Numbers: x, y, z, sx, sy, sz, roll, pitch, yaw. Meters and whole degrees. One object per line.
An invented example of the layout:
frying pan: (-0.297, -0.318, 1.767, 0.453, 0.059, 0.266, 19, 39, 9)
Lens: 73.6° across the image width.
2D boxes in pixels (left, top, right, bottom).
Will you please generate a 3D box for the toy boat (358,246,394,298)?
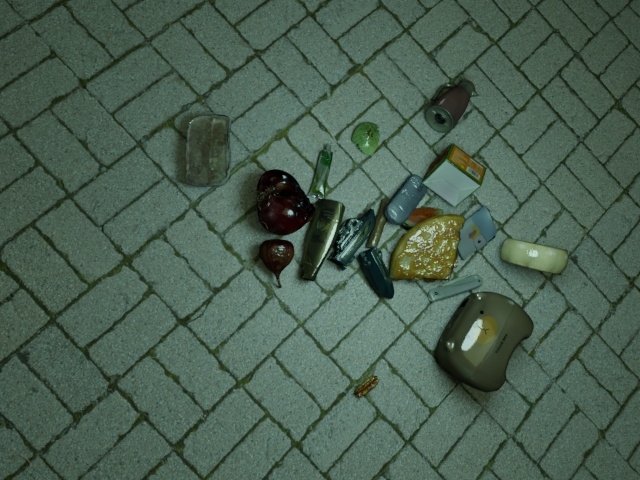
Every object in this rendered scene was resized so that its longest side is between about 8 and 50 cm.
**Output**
toy boat: (0.249, 0.142, 1.830, 0.103, 0.092, 0.246, -29, 94, -46)

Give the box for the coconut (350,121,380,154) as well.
coconut: (0.208, -0.467, 1.930, 0.133, 0.055, 0.158, -1, 81, -13)

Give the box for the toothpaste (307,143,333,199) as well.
toothpaste: (0.009, -0.303, 1.874, 0.077, 0.047, 0.248, 14, 82, -4)

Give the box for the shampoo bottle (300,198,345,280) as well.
shampoo bottle: (0.000, 0.000, 1.795, 0.125, 0.084, 0.351, 14, 78, 30)

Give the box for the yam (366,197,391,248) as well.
yam: (0.260, -0.075, 1.884, 0.056, 0.057, 0.242, 22, 78, -7)

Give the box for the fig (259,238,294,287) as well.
fig: (-0.183, 0.094, 1.739, 0.145, 0.134, 0.202, 6, 89, -1)

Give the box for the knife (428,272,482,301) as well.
knife: (0.601, 0.208, 1.914, 0.265, 0.041, 0.073, -17, 74, -13)

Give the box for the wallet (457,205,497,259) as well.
wallet: (0.693, -0.032, 1.951, 0.230, 0.069, 0.170, -35, 107, -10)

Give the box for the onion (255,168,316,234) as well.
onion: (-0.158, -0.157, 1.737, 0.280, 0.221, 0.281, 18, 56, -28)

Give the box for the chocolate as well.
chocolate: (-0.454, -0.362, 1.765, 0.184, 0.100, 0.304, 0, 79, 0)

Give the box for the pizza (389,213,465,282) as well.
pizza: (0.476, 0.048, 1.850, 0.277, 0.114, 0.409, 43, 95, -8)

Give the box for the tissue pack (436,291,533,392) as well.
tissue pack: (0.659, 0.399, 1.777, 0.276, 0.267, 0.387, 38, 78, -1)

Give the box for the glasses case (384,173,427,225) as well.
glasses case: (0.381, -0.182, 1.896, 0.109, 0.067, 0.282, 43, 62, -6)

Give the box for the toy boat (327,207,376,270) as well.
toy boat: (0.139, -0.023, 1.819, 0.122, 0.114, 0.296, 39, 77, -12)

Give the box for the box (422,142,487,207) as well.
box: (0.593, -0.290, 1.897, 0.194, 0.177, 0.148, 35, 53, -4)

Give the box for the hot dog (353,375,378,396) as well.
hot dog: (0.190, 0.605, 1.778, 0.122, 0.037, 0.049, -33, 100, -8)

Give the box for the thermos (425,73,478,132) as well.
thermos: (0.609, -0.647, 2.000, 0.176, 0.146, 0.265, 31, 67, 21)

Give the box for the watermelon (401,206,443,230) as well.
watermelon: (0.452, -0.096, 1.924, 0.244, 0.063, 0.119, -8, 70, -11)

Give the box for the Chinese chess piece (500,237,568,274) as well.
Chinese chess piece: (0.934, 0.066, 1.880, 0.269, 0.270, 0.112, 11, 96, -9)
